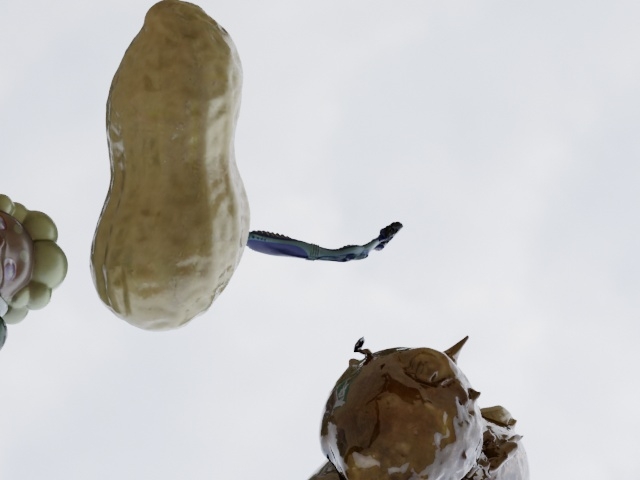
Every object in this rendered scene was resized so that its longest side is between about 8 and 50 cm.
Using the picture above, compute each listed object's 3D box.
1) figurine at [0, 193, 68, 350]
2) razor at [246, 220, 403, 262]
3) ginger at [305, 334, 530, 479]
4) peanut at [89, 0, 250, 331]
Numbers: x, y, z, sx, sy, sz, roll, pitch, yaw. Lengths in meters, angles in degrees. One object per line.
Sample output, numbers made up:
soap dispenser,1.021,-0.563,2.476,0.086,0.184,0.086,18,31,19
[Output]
figurine,-0.256,0.011,1.254,0.093,0.147,0.197,-21,168,22
razor,0.002,0.004,1.559,0.154,0.044,0.028,0,-121,-33
ginger,0.102,0.201,1.711,0.176,0.254,0.418,33,-167,23
peanut,-0.111,-0.056,1.401,0.123,0.123,0.256,3,-97,25
